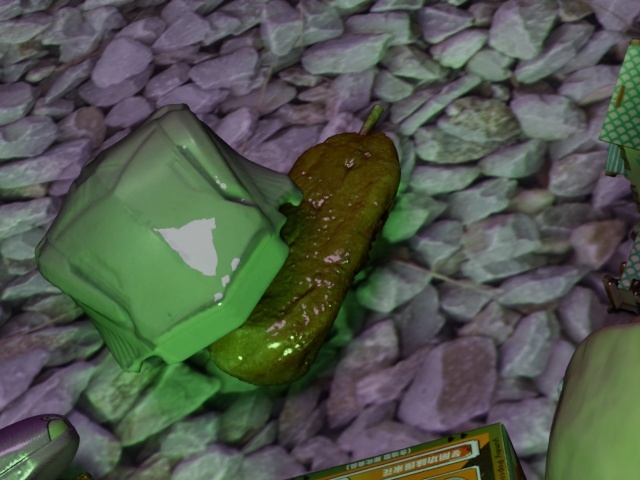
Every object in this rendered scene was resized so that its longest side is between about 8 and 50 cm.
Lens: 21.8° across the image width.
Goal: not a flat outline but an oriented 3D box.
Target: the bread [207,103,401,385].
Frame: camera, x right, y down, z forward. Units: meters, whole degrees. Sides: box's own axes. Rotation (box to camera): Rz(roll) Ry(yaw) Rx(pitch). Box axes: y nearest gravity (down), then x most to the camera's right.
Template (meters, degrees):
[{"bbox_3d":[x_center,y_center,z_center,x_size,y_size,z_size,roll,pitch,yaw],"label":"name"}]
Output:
[{"bbox_3d":[0.000,-0.002,1.557,0.124,0.084,0.344,11,51,22],"label":"bread"}]

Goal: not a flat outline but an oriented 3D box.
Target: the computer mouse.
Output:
[{"bbox_3d":[-0.166,-0.026,1.554,0.228,0.145,0.429,-48,24,-2],"label":"computer mouse"}]

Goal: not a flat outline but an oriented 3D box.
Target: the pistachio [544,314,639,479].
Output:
[{"bbox_3d":[0.304,0.193,0.997,0.281,0.365,0.445,-33,15,-12],"label":"pistachio"}]

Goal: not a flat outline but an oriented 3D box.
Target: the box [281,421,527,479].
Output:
[{"bbox_3d":[0.068,0.257,1.200,0.195,0.148,0.177,-16,43,11],"label":"box"}]

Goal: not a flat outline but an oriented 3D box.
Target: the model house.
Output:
[{"bbox_3d":[0.323,-0.078,1.379,0.178,0.206,0.271,23,61,41],"label":"model house"}]

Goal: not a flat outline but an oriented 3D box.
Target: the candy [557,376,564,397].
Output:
[{"bbox_3d":[0.276,0.107,1.330,0.182,0.046,0.053,-9,41,21],"label":"candy"}]

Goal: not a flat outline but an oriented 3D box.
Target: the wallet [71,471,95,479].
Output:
[{"bbox_3d":[-0.234,0.295,1.390,0.195,0.042,0.161,-36,42,-13],"label":"wallet"}]

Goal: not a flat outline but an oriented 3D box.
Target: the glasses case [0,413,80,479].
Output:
[{"bbox_3d":[-0.347,0.250,1.436,0.316,0.076,0.123,-34,0,-5],"label":"glasses case"}]
